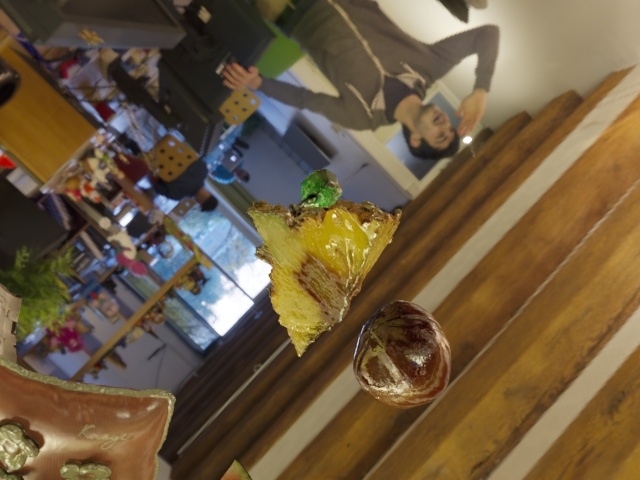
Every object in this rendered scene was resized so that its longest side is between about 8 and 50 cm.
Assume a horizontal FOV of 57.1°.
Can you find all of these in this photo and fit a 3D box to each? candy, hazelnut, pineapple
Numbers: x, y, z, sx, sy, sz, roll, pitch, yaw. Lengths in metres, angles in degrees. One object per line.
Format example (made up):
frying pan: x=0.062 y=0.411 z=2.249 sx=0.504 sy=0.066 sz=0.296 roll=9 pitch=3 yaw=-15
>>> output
candy: x=-0.037 y=-0.072 z=1.239 sx=0.097 sy=0.097 sz=0.323 roll=-41 pitch=-176 yaw=29
hazelnut: x=0.177 y=0.242 z=1.287 sx=0.229 sy=0.229 sz=0.229 roll=-44 pitch=-173 yaw=7
pineapple: x=-0.001 y=0.004 z=0.727 sx=0.140 sy=0.164 sz=0.250 roll=-39 pitch=156 yaw=-46

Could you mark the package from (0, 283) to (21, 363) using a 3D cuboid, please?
package: x=-0.687 y=0.145 z=1.078 sx=0.062 sy=0.250 sz=0.204 roll=-58 pitch=-144 yaw=29

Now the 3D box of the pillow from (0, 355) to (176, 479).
pillow: x=-0.238 y=0.195 z=0.553 sx=0.075 sy=0.179 sz=0.171 roll=-97 pitch=-159 yaw=-62

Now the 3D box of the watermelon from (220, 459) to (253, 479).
watermelon: x=-0.165 y=0.561 z=1.170 sx=0.193 sy=0.145 sz=0.137 roll=-68 pitch=163 yaw=11
